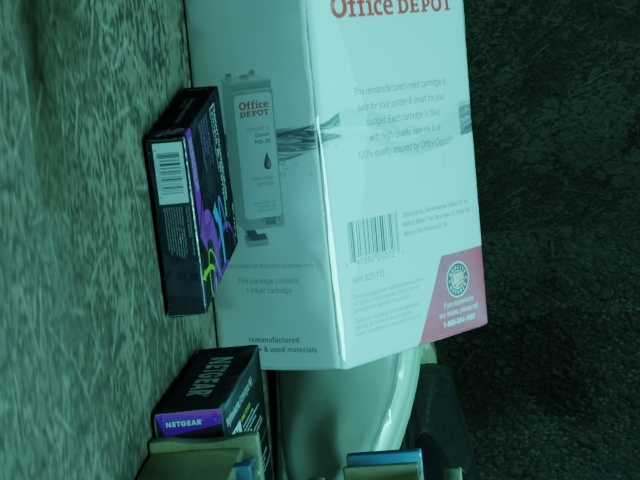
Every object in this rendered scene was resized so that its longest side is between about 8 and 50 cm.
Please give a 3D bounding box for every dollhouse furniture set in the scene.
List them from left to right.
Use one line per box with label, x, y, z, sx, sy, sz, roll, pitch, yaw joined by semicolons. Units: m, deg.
dollhouse furniture set;-0.007;0.184;1.106;0.129;0.183;0.129;-68;153;-77

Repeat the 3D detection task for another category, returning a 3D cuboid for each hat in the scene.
hat;0.084;0.292;2.029;0.331;0.134;0.331;-10;90;-71

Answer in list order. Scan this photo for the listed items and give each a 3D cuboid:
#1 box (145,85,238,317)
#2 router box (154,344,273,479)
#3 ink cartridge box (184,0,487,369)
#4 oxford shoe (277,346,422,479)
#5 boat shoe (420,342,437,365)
box;-0.082;-0.029;1.304;0.162;0.029;0.116;-78;163;-73
router box;-0.062;0.150;1.266;0.179;0.046;0.133;-60;145;-80
ink cartridge box;0.017;-0.060;1.467;0.207;0.117;0.283;-12;99;-54
oxford shoe;0.000;0.000;1.656;0.130;0.169;0.449;10;80;-41
boat shoe;0.065;0.245;2.176;0.123;0.123;0.342;-39;136;-46
